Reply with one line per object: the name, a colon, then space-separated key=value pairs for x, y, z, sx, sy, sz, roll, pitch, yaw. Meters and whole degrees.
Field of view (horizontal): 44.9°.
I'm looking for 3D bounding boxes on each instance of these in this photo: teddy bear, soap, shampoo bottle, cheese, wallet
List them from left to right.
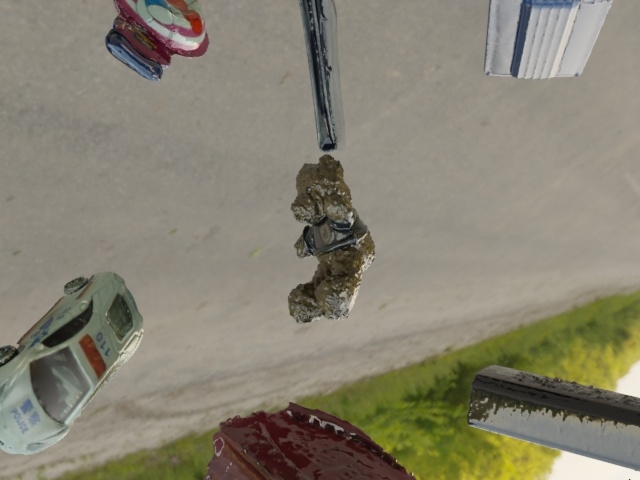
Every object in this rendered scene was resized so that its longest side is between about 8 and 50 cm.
cheese: x=-0.124 y=-0.164 z=0.573 sx=0.095 sy=0.145 sz=0.038 roll=36 pitch=123 yaw=-24
wallet: x=0.005 y=-0.227 z=1.022 sx=0.036 sy=0.222 sz=0.167 roll=-5 pitch=-172 yaw=6
soap: x=0.013 y=0.323 z=0.963 sx=0.182 sy=0.289 sz=0.112 roll=-12 pitch=125 yaw=-47
teddy bear: x=0.018 y=0.005 z=1.129 sx=0.129 sy=0.252 sz=0.182 roll=8 pitch=159 yaw=-31
shampoo bottle: x=0.319 y=0.197 z=0.823 sx=0.309 sy=0.071 sz=0.098 roll=9 pitch=-178 yaw=27

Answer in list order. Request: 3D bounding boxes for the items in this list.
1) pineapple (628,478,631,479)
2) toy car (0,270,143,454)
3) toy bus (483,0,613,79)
pineapple: x=0.519 y=0.404 z=0.906 sx=0.158 sy=0.335 sz=0.161 roll=-29 pitch=-171 yaw=-8
toy car: x=-0.228 y=0.108 z=0.707 sx=0.056 sy=0.095 sz=0.205 roll=-10 pitch=-156 yaw=22
toy bus: x=0.284 y=-0.326 z=0.985 sx=0.138 sy=0.175 sz=0.287 roll=3 pitch=172 yaw=11
